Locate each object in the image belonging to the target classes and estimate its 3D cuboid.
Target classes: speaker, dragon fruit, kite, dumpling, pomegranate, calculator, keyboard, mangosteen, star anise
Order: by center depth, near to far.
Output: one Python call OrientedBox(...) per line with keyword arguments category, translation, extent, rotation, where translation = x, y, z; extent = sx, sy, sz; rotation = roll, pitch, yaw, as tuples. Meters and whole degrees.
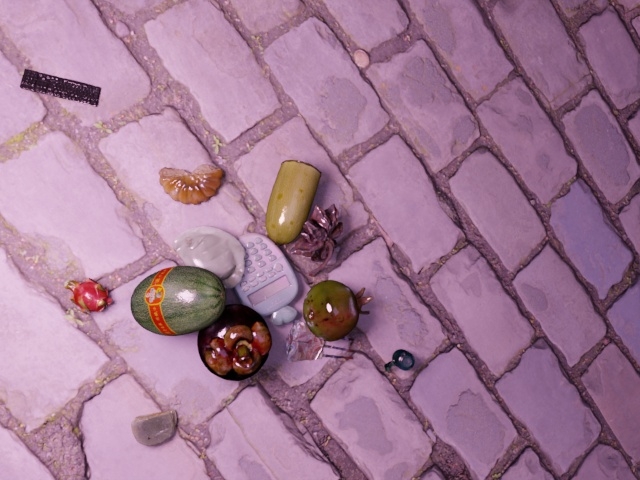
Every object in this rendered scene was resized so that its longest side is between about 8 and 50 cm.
OrientedBox(category="dragon fruit", translation=(-0.618, 0.143, 1.313), extent=(0.086, 0.081, 0.116), rotation=(-42, 100, -5))
OrientedBox(category="mangosteen", translation=(-0.226, 0.284, 1.342), extent=(0.211, 0.250, 0.212), rotation=(-1, 92, -21))
OrientedBox(category="keyboard", translation=(-0.711, -0.419, 1.354), extent=(0.195, 0.018, 0.061), rotation=(10, 80, -18))
OrientedBox(category="dumpling", translation=(-0.315, 0.049, 1.411), extent=(0.219, 0.108, 0.153), rotation=(41, 50, -10))
OrientedBox(category="calculator", translation=(-0.170, 0.119, 1.472), extent=(0.183, 0.042, 0.295), rotation=(-29, 93, -10))
OrientedBox(category="star anise", translation=(0.000, 0.001, 1.483), extent=(0.209, 0.089, 0.232), rotation=(-39, 136, -24))
OrientedBox(category="pomegranate", translation=(0.057, 0.204, 1.488), extent=(0.224, 0.181, 0.182), rotation=(-9, 89, -33))
OrientedBox(category="kite", translation=(0.004, 0.321, 1.537), extent=(0.229, 0.016, 0.128), rotation=(9, 87, -17))
OrientedBox(category="speaker", translation=(0.248, 0.384, 1.582), extent=(0.094, 0.075, 0.060), rotation=(-4, 88, -9))

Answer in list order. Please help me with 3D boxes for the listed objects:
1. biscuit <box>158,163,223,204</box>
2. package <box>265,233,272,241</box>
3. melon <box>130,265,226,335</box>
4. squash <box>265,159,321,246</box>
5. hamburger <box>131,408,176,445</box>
OrientedBox(category="biscuit", translation=(-0.369, -0.163, 1.426), extent=(0.182, 0.061, 0.118), rotation=(-7, 90, -19))
OrientedBox(category="package", translation=(-0.153, -0.009, 1.508), extent=(0.037, 0.015, 0.110), rotation=(41, 74, -6))
OrientedBox(category="melon", translation=(-0.383, 0.160, 1.298), extent=(0.287, 0.182, 0.183), rotation=(-14, 91, 23))
OrientedBox(category="squash", translation=(-0.089, -0.103, 1.469), extent=(0.132, 0.132, 0.247), rotation=(19, 77, -16))
OrientedBox(category="hamburger", translation=(-0.453, 0.519, 1.355), extent=(0.121, 0.054, 0.084), rotation=(-8, 87, -26))
